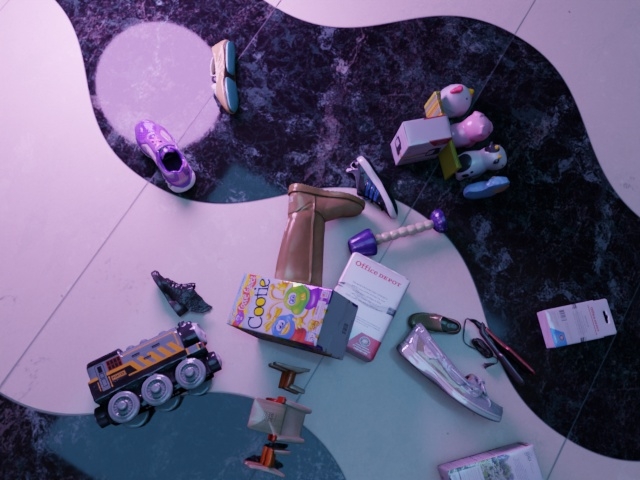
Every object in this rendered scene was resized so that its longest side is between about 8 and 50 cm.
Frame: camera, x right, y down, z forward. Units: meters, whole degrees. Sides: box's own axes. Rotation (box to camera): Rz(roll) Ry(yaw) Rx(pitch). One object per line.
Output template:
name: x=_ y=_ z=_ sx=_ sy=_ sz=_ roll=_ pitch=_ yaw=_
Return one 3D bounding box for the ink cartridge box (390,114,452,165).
ink cartridge box: x=0.279 y=-0.277 z=1.793 sx=0.127 sy=0.175 sz=0.072 roll=-12 pitch=80 yaw=-7

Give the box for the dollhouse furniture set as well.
dollhouse furniture set: x=-0.119 y=0.422 z=1.547 sx=0.135 sy=0.259 sz=0.262 roll=17 pitch=74 yaw=-10

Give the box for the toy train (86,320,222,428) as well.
toy train: x=-0.421 y=0.334 z=1.614 sx=0.333 sy=0.142 sz=0.190 roll=-26 pitch=70 yaw=-10

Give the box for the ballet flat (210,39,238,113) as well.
ballet flat: x=-0.281 y=-0.466 z=1.861 sx=0.073 sy=0.080 sz=0.232 roll=-10 pitch=73 yaw=22

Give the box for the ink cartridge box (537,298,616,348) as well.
ink cartridge box: x=0.700 y=0.227 z=1.758 sx=0.180 sy=0.060 sz=0.104 roll=-10 pitch=76 yaw=-6

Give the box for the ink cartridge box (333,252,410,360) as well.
ink cartridge box: x=0.108 y=0.177 z=1.705 sx=0.172 sy=0.100 sz=0.237 roll=27 pitch=77 yaw=3

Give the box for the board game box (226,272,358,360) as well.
board game box: x=-0.071 y=0.186 z=1.601 sx=0.275 sy=0.142 sz=0.144 roll=7 pitch=72 yaw=34

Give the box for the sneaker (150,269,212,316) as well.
sneaker: x=-0.370 y=0.134 z=1.708 sx=0.089 sy=0.051 sz=0.170 roll=-34 pitch=86 yaw=-12

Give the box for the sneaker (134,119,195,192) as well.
sneaker: x=-0.432 y=-0.247 z=1.768 sx=0.095 sy=0.104 sz=0.236 roll=-36 pitch=80 yaw=-10

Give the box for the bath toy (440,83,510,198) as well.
bath toy: x=0.433 y=-0.299 z=1.834 sx=0.151 sy=0.129 sz=0.348 roll=-15 pitch=77 yaw=-8

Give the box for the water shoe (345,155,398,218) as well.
water shoe: x=0.145 y=-0.139 z=1.814 sx=0.080 sy=0.073 sz=0.203 roll=-32 pitch=80 yaw=16

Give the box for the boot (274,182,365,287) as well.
boot: x=0.000 y=0.000 z=1.727 sx=0.236 sy=0.089 sz=0.270 roll=10 pitch=72 yaw=-15

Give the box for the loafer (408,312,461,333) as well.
loafer: x=0.311 y=0.222 z=1.735 sx=0.148 sy=0.050 sz=0.056 roll=5 pitch=76 yaw=-3

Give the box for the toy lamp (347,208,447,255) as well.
toy lamp: x=0.211 y=-0.017 z=1.773 sx=0.274 sy=0.080 sz=0.080 roll=-17 pitch=78 yaw=-7

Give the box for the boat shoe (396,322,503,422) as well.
boat shoe: x=0.348 y=0.349 z=1.671 sx=0.320 sy=0.118 sz=0.103 roll=38 pitch=88 yaw=12

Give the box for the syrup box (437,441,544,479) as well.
syrup box: x=0.430 y=0.591 z=1.629 sx=0.236 sy=0.096 sz=0.093 roll=-14 pitch=79 yaw=-8

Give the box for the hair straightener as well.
hair straightener: x=0.465 y=0.303 z=1.728 sx=0.089 sy=0.047 sz=0.230 roll=-42 pitch=82 yaw=-13

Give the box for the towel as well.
towel: x=0.349 y=-0.300 z=1.841 sx=0.021 sy=0.102 sz=0.237 roll=-11 pitch=78 yaw=-12
